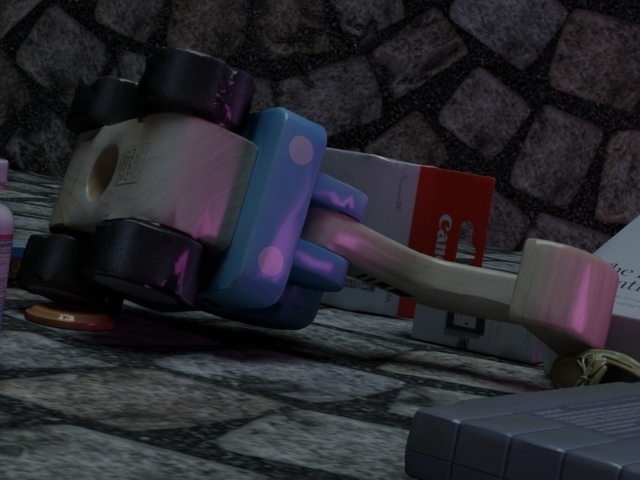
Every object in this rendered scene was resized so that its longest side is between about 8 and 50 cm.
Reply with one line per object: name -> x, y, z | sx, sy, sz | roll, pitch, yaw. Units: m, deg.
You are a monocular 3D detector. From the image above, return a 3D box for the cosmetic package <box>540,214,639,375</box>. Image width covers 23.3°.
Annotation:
cosmetic package -> 0.447, 0.068, 1.518 | 0.377, 0.097, 0.284 | 11, 29, 37

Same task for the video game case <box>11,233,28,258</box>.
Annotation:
video game case -> -0.383, -0.003, 1.687 | 0.119, 0.015, 0.166 | 5, 6, -25

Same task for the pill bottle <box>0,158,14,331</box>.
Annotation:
pill bottle -> -0.273, 0.016, 1.141 | 0.087, 0.160, 0.087 | 8, 4, -1

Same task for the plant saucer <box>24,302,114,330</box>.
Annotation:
plant saucer -> -0.235, 0.070, 1.458 | 0.083, 0.013, 0.083 | 7, 4, -1

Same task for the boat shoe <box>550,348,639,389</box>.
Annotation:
boat shoe -> 0.261, 0.130, 1.351 | 0.153, 0.056, 0.048 | 21, 7, 39

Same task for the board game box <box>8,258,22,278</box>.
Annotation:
board game box -> -0.402, 0.017, 1.699 | 0.124, 0.039, 0.259 | 12, 3, 41

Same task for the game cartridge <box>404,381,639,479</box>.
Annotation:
game cartridge -> 0.242, 0.150, 1.047 | 0.230, 0.068, 0.355 | 7, 3, 38

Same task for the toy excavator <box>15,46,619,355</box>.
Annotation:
toy excavator -> 0.000, 0.000, 1.485 | 0.445, 0.222, 0.433 | 22, -16, -31

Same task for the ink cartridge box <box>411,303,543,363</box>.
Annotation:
ink cartridge box -> 0.172, 0.085, 1.695 | 0.180, 0.060, 0.104 | 11, 6, 28

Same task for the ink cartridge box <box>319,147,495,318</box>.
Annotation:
ink cartridge box -> 0.081, -0.004, 1.842 | 0.232, 0.189, 0.066 | 13, 7, 39
